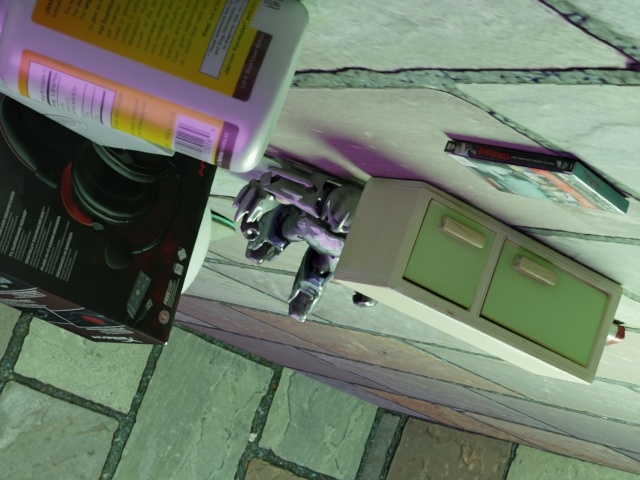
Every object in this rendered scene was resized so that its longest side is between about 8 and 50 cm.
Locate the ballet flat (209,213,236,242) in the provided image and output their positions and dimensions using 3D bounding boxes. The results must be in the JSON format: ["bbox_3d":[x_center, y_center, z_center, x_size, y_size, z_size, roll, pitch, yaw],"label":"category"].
[{"bbox_3d":[-0.190,-0.024,2.109,0.072,0.068,0.213,12,169,45],"label":"ballet flat"}]

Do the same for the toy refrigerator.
[{"bbox_3d":[0.152,0.040,1.611,0.269,0.102,0.094,26,170,-34],"label":"toy refrigerator"}]

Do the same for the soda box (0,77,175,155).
[{"bbox_3d":[-0.215,-0.156,1.241,0.098,0.091,0.286,12,168,45],"label":"soda box"}]

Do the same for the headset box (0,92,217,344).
[{"bbox_3d":[-0.234,-0.062,1.418,0.110,0.218,0.293,-1,158,46],"label":"headset box"}]

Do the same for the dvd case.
[{"bbox_3d":[0.163,-0.048,1.324,0.119,0.013,0.087,11,168,41],"label":"dvd case"}]

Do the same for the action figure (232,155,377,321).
[{"bbox_3d":[0.000,0.000,1.717,0.185,0.099,0.285,38,165,-3],"label":"action figure"}]

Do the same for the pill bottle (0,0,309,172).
[{"bbox_3d":[-0.123,-0.130,1.107,0.215,0.117,0.117,20,172,-1],"label":"pill bottle"}]

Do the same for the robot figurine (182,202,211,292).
[{"bbox_3d":[-0.255,-0.027,1.866,0.278,0.209,0.173,20,142,6],"label":"robot figurine"}]

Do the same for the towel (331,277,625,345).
[{"bbox_3d":[0.153,0.057,1.955,0.329,0.037,0.237,19,170,-8],"label":"towel"}]
